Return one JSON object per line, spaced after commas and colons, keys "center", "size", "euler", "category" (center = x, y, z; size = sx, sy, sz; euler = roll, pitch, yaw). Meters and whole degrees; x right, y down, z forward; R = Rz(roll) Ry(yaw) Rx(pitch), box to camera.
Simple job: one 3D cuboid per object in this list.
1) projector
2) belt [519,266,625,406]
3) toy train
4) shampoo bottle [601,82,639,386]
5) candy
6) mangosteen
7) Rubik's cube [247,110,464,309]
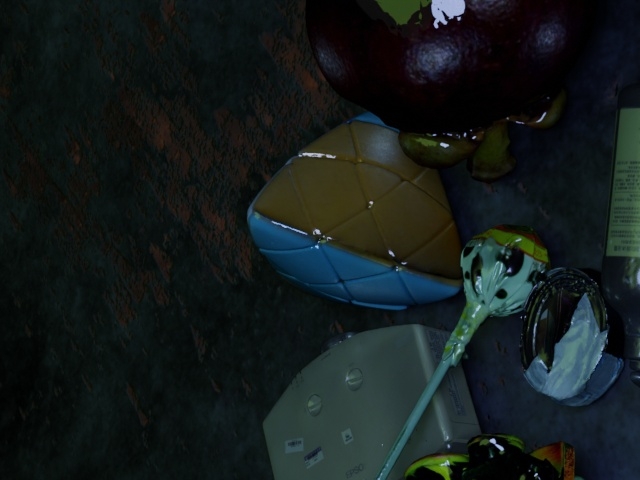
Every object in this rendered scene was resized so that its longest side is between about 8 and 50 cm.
{"center": [0.054, 0.199, 1.855], "size": [0.269, 0.088, 0.193], "euler": [-36, 57, 38], "category": "projector"}
{"center": [0.253, 0.094, 1.678], "size": [0.105, 0.058, 0.140], "euler": [5, 83, 42], "category": "belt"}
{"center": [0.147, 0.280, 1.690], "size": [0.296, 0.160, 0.100], "euler": [-30, 44, 43], "category": "toy train"}
{"center": [0.317, -0.002, 1.589], "size": [0.101, 0.101, 0.284], "euler": [3, 86, 48], "category": "shampoo bottle"}
{"center": [0.138, 0.117, 1.711], "size": [0.091, 0.083, 0.305], "euler": [21, 72, 29], "category": "candy"}
{"center": [0.126, -0.220, 1.704], "size": [0.297, 0.297, 0.293], "euler": [13, 91, 48], "category": "mangosteen"}
{"center": [0.000, 0.000, 1.855], "size": [0.254, 0.254, 0.254], "euler": [-10, 76, 47], "category": "Rubik's cube"}
